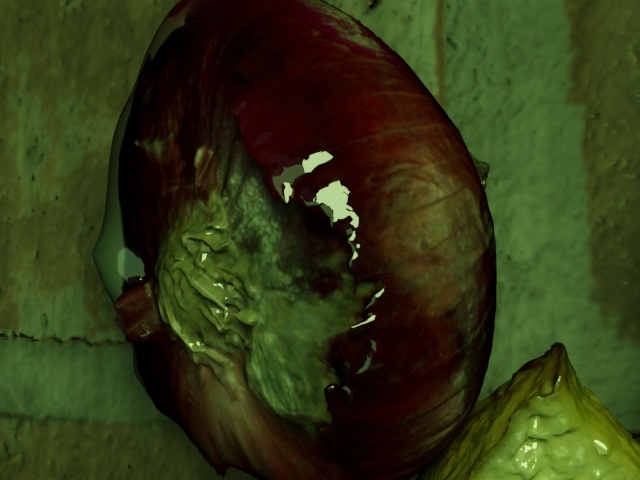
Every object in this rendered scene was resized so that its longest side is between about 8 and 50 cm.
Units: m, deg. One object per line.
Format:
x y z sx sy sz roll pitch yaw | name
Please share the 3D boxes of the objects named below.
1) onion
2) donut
0.000 0.000 0.582 0.272 0.195 0.272 26 121 54 | onion
0.076 0.176 0.559 0.112 0.151 0.295 39 112 7 | donut
